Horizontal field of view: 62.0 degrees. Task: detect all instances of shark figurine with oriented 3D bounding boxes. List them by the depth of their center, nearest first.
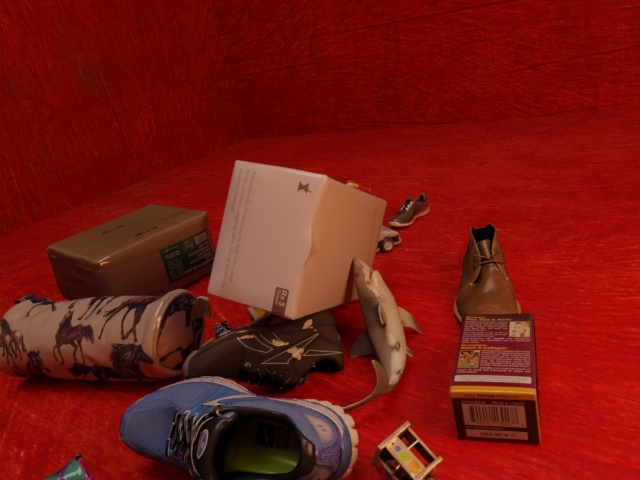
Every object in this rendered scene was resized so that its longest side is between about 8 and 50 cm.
[{"bbox_3d":[0.085,0.178,0.863,0.116,0.166,0.278,-31,31,25],"label":"shark figurine"}]

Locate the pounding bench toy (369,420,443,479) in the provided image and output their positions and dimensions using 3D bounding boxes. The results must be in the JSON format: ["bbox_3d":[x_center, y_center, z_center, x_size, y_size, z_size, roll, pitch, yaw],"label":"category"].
[{"bbox_3d":[0.101,0.272,0.637,0.052,0.083,0.065,-28,57,-30],"label":"pounding bench toy"}]

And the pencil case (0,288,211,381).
[{"bbox_3d":[-0.416,0.177,1.023,0.411,0.159,0.183,-5,37,21],"label":"pencil case"}]

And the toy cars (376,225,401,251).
[{"bbox_3d":[0.000,0.000,1.339,0.394,0.087,0.176,-5,22,19],"label":"toy cars"}]

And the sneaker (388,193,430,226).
[{"bbox_3d":[0.237,-0.086,1.454,0.061,0.064,0.158,9,29,44],"label":"sneaker"}]

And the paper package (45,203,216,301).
[{"bbox_3d":[-0.482,0.044,1.394,0.310,0.168,0.325,9,29,42],"label":"paper package"}]

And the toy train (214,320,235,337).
[{"bbox_3d":[-0.167,0.193,1.027,0.036,0.027,0.158,-34,28,-22],"label":"toy train"}]

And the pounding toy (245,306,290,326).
[{"bbox_3d":[-0.075,0.151,0.974,0.141,0.100,0.130,-19,21,-18],"label":"pounding toy"}]

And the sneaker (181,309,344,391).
[{"bbox_3d":[-0.079,0.185,0.835,0.268,0.106,0.101,-11,-25,-27],"label":"sneaker"}]

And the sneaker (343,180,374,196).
[{"bbox_3d":[0.074,-0.102,1.436,0.108,0.118,0.279,-6,4,23],"label":"sneaker"}]

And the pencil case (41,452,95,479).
[{"bbox_3d":[-0.366,0.348,0.684,0.152,0.064,0.070,-30,2,-37],"label":"pencil case"}]

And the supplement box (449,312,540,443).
[{"bbox_3d":[0.245,0.182,0.737,0.104,0.080,0.188,-4,23,22],"label":"supplement box"}]

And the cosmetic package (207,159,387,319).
[{"bbox_3d":[-0.017,0.000,0.933,0.156,0.217,0.385,14,2,21],"label":"cosmetic package"}]

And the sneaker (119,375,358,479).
[{"bbox_3d":[-0.127,0.238,0.670,0.330,0.129,0.147,-4,-16,23],"label":"sneaker"}]

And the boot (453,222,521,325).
[{"bbox_3d":[0.296,0.064,0.968,0.113,0.115,0.305,-5,23,15],"label":"boot"}]
